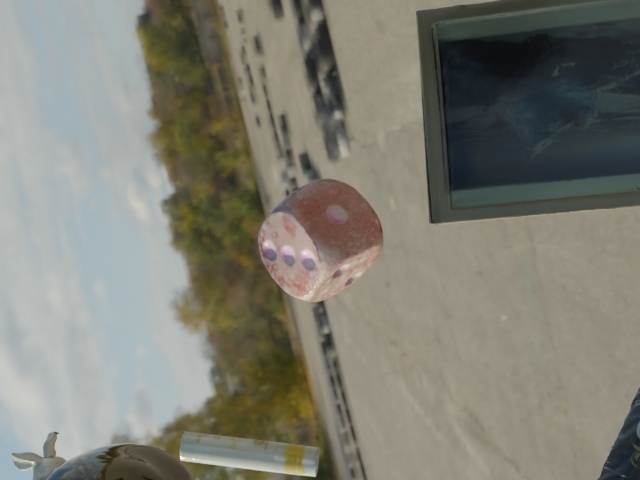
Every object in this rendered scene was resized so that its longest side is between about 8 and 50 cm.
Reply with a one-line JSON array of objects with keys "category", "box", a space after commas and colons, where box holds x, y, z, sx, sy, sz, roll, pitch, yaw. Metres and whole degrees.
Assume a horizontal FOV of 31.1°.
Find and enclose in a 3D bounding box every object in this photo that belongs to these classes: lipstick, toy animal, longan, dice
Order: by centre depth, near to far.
[{"category": "dice", "box": [0.000, 0.000, 1.155, 0.093, 0.094, 0.091, 52, 141, 17]}, {"category": "longan", "box": [-0.247, 0.348, 1.378, 0.248, 0.248, 0.248, 166, 90, -87]}, {"category": "toy animal", "box": [-0.359, 0.334, 1.562, 0.085, 0.071, 0.124, 0, 105, 47]}, {"category": "lipstick", "box": [-0.136, 0.406, 2.188, 0.059, 0.264, 0.059, 6, -90, -84]}]

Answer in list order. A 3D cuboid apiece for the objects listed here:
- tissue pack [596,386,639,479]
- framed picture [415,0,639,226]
[{"category": "tissue pack", "box": [0.540, 0.325, 1.399, 0.370, 0.210, 0.198, 26, 97, 57]}, {"category": "framed picture", "box": [0.365, -0.199, 1.650, 0.028, 0.446, 0.326, 13, -108, -77]}]
